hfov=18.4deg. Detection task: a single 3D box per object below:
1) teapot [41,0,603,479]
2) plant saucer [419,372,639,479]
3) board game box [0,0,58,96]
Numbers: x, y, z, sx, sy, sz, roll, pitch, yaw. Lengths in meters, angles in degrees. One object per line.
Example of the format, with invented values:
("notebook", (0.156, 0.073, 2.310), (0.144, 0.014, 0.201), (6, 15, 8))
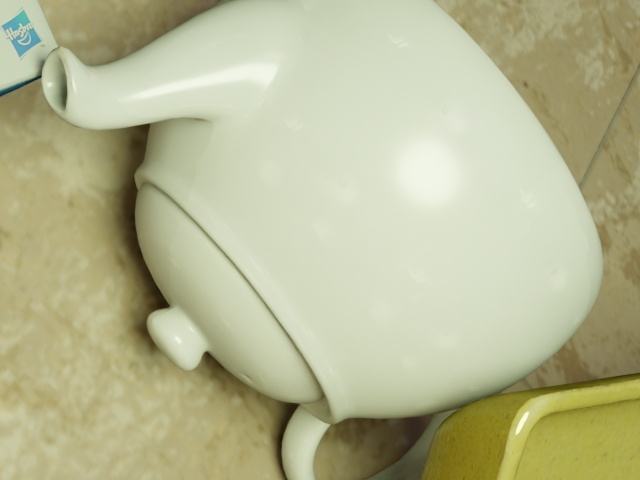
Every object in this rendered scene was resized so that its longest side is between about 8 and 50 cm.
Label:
("teapot", (0.000, 0.000, 0.953), (0.187, 0.252, 0.256), (-40, 86, -10))
("plant saucer", (0.130, 0.198, 1.007), (0.333, 0.081, 0.333), (-3, 115, -47))
("board game box", (-0.287, -0.156, 0.774), (0.308, 0.086, 0.302), (-29, 99, -47))
